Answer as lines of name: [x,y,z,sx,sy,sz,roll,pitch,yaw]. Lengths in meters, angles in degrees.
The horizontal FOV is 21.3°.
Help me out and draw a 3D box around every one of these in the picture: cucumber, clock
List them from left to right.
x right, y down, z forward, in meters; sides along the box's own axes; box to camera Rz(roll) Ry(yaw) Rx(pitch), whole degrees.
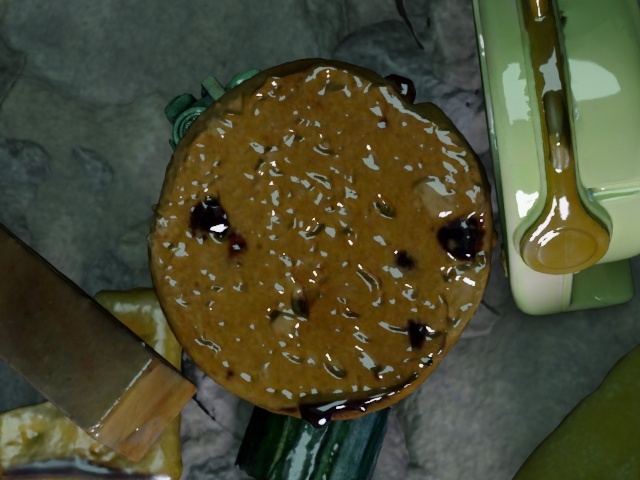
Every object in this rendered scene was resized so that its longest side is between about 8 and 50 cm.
cucumber: [-0.009,0.169,1.427,0.116,0.062,0.115,18,77,8]
clock: [0.186,-0.102,1.314,0.117,0.348,0.286,-7,79,4]

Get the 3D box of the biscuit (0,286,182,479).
biscuit: [-0.198,0.126,1.465,0.174,0.039,0.183,3,78,9]

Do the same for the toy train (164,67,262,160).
toy train: [-0.043,-0.062,1.471,0.132,0.083,0.200,-35,77,-13]

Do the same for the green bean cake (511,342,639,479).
green bean cake: [0.312,0.240,1.284,0.285,0.202,0.310,-43,38,-1]

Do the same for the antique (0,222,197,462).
antique: [-0.247,0.055,1.425,0.310,0.093,0.087,36,84,26]

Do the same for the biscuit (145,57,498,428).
biscuit: [0.000,0.000,1.359,0.296,0.075,0.295,2,100,12]
